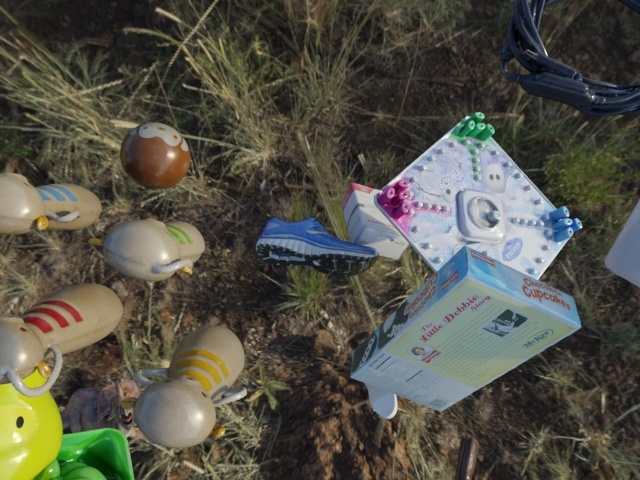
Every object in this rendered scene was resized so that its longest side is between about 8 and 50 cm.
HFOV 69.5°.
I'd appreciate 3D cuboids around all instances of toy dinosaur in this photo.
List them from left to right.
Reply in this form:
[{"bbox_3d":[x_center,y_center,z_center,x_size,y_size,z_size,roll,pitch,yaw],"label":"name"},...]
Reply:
[{"bbox_3d":[-0.455,0.352,0.948,0.296,0.127,0.200,-1,107,22],"label":"toy dinosaur"}]

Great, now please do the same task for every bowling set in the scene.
[{"bbox_3d":[-0.173,0.000,0.327,0.287,0.154,0.199,14,94,-2],"label":"bowling set"}]

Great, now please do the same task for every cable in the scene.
[{"bbox_3d":[0.279,-0.205,0.455,0.185,0.047,0.150,15,93,5],"label":"cable"}]

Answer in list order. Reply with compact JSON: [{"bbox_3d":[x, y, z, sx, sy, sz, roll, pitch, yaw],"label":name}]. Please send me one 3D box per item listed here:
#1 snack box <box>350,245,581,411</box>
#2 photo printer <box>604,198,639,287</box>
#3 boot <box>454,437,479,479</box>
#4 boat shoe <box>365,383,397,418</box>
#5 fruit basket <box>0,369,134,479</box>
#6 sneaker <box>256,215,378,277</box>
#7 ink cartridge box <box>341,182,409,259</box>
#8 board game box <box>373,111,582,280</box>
[{"bbox_3d":[0.203,0.157,0.721,0.187,0.322,0.060,24,43,-12],"label":"snack box"},{"bbox_3d":[0.571,0.013,0.587,0.107,0.255,0.307,-20,44,-30],"label":"photo printer"},{"bbox_3d":[0.213,0.364,0.692,0.037,0.106,0.114,13,42,12],"label":"boot"},{"bbox_3d":[0.145,0.369,1.125,0.066,0.184,0.063,-42,117,-2],"label":"boat shoe"},{"bbox_3d":[-0.417,0.327,0.572,0.392,0.392,0.283,-36,43,-6],"label":"fruit basket"},{"bbox_3d":[0.000,0.000,1.255,0.330,0.129,0.147,13,58,-5],"label":"sneaker"},{"bbox_3d":[0.160,-0.058,1.355,0.159,0.092,0.217,14,35,-18],"label":"ink cartridge box"},{"bbox_3d":[0.373,-0.062,1.045,0.390,0.050,0.390,-41,88,-26],"label":"board game box"}]
